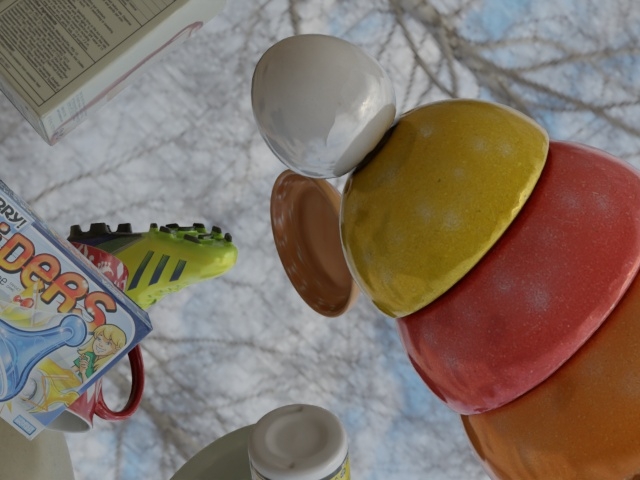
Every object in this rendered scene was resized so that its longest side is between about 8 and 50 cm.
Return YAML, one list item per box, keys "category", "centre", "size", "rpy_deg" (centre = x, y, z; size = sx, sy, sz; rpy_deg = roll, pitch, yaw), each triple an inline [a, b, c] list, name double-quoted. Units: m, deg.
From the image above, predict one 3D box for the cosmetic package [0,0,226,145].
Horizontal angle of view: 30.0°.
- category: "cosmetic package"
  centre: [-0.271, -0.274, 1.480]
  size: [0.296, 0.153, 0.129]
  rpy_deg: [-40, 175, -12]

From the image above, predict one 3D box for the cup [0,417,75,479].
- category: "cup"
  centre: [-0.451, 0.239, 1.441]
  size: [0.331, 0.331, 0.237]
  rpy_deg: [-28, -130, 33]

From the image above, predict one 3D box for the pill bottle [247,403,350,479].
- category: "pill bottle"
  centre: [-0.011, 0.169, 0.790]
  size: [0.065, 0.116, 0.065]
  rpy_deg: [-2, -142, 2]

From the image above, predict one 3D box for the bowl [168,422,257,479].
- category: "bowl"
  centre: [-0.097, 0.402, 1.645]
  size: [0.298, 0.134, 0.298]
  rpy_deg: [-28, -153, 15]

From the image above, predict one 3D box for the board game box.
- category: "board game box"
  centre: [-0.246, 0.045, 0.919]
  size: [0.136, 0.201, 0.035]
  rpy_deg: [-43, -153, 3]

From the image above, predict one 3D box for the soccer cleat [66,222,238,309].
- category: "soccer cleat"
  centre: [-0.206, 0.039, 1.454]
  size: [0.289, 0.093, 0.121]
  rpy_deg: [1, -89, 40]

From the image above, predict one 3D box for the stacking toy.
- category: "stacking toy"
  centre: [0.141, -0.010, 1.029]
  size: [0.350, 0.480, 0.350]
  rpy_deg: [-45, -168, 13]

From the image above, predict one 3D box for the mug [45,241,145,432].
- category: "mug"
  centre: [-0.253, 0.104, 1.218]
  size: [0.113, 0.150, 0.169]
  rpy_deg: [0, -117, 27]

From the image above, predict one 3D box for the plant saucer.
- category: "plant saucer"
  centre: [0.000, 0.000, 1.534]
  size: [0.037, 0.200, 0.200]
  rpy_deg: [-18, -168, -27]
